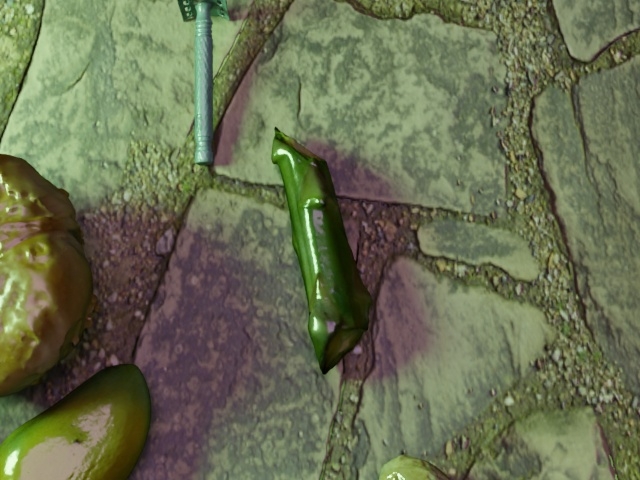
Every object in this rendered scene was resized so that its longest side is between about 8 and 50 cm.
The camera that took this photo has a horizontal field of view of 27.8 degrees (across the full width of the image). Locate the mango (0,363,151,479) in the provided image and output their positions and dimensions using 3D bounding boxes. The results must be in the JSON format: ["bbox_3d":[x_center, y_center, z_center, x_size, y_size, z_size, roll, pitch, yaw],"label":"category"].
[{"bbox_3d":[-0.292,0.257,1.560,0.237,0.091,0.137,-36,81,-12],"label":"mango"}]

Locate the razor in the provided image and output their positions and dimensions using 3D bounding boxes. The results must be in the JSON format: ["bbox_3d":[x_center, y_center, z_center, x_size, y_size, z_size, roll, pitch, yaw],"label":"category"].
[{"bbox_3d":[-0.154,-0.216,1.739,0.068,0.106,0.232,-2,82,0],"label":"razor"}]

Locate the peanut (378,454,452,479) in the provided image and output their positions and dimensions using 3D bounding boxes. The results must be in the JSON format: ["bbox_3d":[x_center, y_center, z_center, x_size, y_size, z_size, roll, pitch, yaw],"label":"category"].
[{"bbox_3d":[0.147,0.318,1.548,0.174,0.080,0.080,29,73,10],"label":"peanut"}]

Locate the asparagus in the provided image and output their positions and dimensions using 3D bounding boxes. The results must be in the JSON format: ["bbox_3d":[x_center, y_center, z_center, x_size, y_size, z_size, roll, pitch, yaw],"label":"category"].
[{"bbox_3d":[-0.001,0.000,1.661,0.085,0.082,0.343,-22,67,30],"label":"asparagus"}]

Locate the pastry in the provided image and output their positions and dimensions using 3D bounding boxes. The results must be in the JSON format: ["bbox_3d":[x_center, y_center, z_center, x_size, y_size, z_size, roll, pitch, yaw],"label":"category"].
[{"bbox_3d":[-0.412,0.045,1.581,0.284,0.184,0.316,-31,74,1],"label":"pastry"}]
